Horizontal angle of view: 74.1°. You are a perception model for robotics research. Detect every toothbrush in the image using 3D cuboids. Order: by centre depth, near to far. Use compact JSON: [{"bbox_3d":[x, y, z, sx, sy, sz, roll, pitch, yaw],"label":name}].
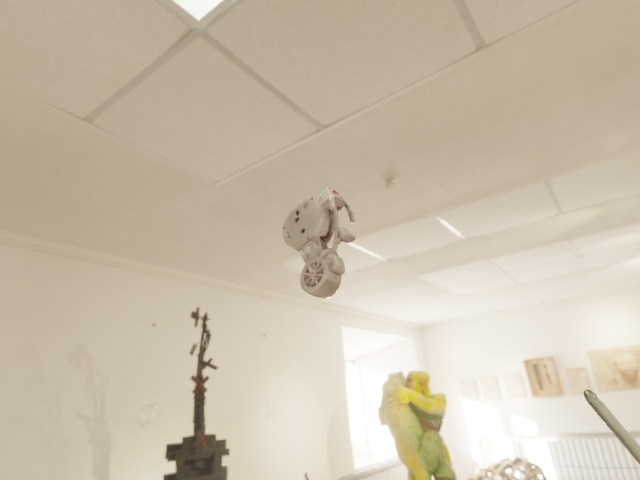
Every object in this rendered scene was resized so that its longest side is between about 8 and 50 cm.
[{"bbox_3d":[0.366,0.285,0.419,0.030,0.304,0.030,-33,-14,-9],"label":"toothbrush"}]

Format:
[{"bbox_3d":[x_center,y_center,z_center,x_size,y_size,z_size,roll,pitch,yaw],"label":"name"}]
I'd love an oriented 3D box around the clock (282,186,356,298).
[{"bbox_3d":[0.000,0.000,0.471,0.087,0.129,0.041,-38,-45,25],"label":"clock"}]
